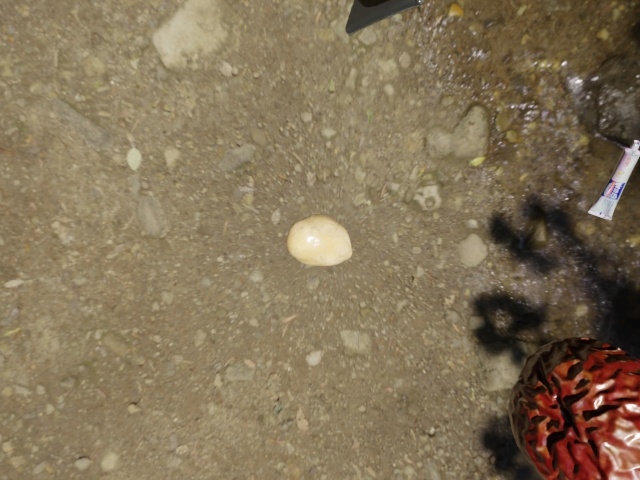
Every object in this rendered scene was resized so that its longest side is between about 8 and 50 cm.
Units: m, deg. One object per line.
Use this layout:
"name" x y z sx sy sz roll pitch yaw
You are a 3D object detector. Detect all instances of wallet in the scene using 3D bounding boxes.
"wallet" 0.164 -0.598 1.262 0.030 0.285 0.146 19 83 -35

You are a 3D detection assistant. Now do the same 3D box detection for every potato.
"potato" -0.002 0.000 1.088 0.147 0.112 0.112 10 90 -33

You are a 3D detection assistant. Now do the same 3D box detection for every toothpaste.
"toothpaste" 0.562 -0.112 0.982 0.045 0.028 0.170 22 133 19

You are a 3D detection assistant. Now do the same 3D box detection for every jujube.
"jujube" 0.386 0.253 0.721 0.212 0.232 0.213 -12 117 -25
